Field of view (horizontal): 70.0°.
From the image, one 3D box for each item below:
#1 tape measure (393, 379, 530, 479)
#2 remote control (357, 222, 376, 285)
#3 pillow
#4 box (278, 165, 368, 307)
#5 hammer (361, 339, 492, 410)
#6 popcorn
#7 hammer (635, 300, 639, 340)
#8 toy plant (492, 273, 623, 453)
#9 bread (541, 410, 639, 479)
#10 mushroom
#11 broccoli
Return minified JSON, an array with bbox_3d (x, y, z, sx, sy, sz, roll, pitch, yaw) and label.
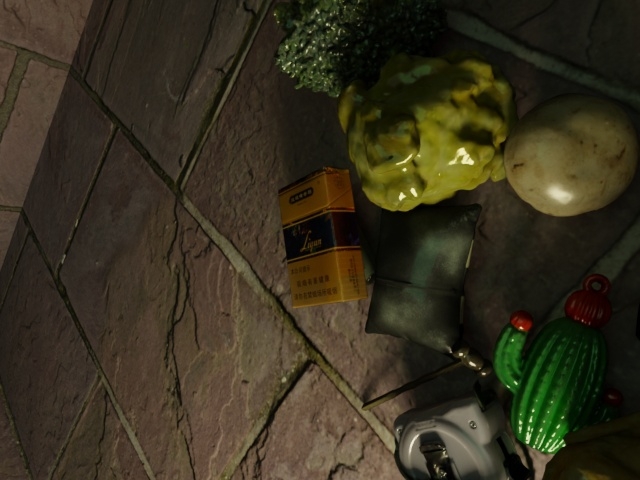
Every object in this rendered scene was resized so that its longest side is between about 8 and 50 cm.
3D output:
[{"bbox_3d":[0.203,0.326,0.681,0.196,0.105,0.178,-42,66,36],"label":"tape measure"},{"bbox_3d":[0.035,-0.009,0.899,0.098,0.038,0.233,-41,63,33],"label":"remote control"},{"bbox_3d":[0.160,0.053,0.749,0.186,0.106,0.249,8,94,42],"label":"pillow"},{"bbox_3d":[0.000,0.000,0.846,0.152,0.070,0.237,-17,80,51],"label":"box"},{"bbox_3d":[0.153,0.238,0.751,0.058,0.029,0.292,42,134,-1],"label":"hammer"},{"bbox_3d":[0.164,-0.175,0.710,0.250,0.235,0.241,-14,78,-4],"label":"popcorn"},{"bbox_3d":[0.455,0.000,0.568,0.137,0.037,0.289,13,93,40],"label":"hammer"},{"bbox_3d":[0.316,0.169,0.620,0.155,0.088,0.240,-7,92,24],"label":"toy plant"},{"bbox_3d":[0.400,0.273,0.466,0.238,0.196,0.252,41,127,-9],"label":"bread"},{"bbox_3d":[0.333,-0.111,0.616,0.166,0.127,0.166,0,89,6],"label":"mushroom"},{"bbox_3d":[0.061,-0.391,0.820,0.248,0.288,0.245,114,156,-61],"label":"broccoli"}]
